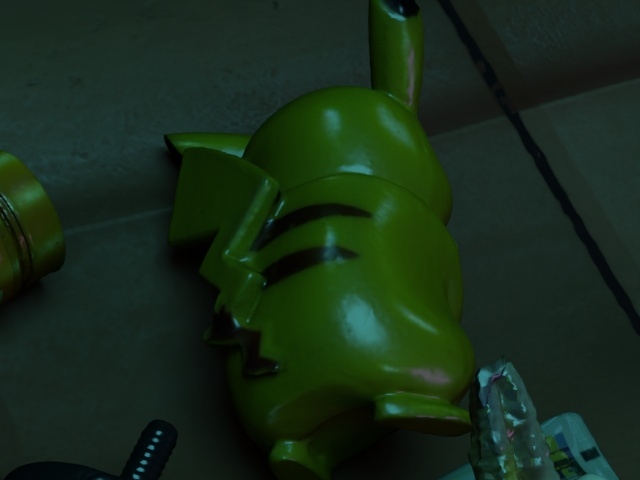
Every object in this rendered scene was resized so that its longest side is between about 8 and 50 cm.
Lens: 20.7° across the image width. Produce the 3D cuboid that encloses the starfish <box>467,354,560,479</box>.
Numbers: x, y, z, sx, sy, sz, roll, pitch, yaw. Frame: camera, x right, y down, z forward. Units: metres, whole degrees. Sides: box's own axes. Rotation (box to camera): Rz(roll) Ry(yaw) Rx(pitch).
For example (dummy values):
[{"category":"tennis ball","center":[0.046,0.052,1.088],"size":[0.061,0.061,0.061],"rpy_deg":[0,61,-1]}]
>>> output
[{"category":"starfish","center":[0.098,0.328,0.810],"size":[0.384,0.132,0.398],"rpy_deg":[40,74,9]}]

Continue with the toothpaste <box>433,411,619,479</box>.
[{"category":"toothpaste","center":[0.094,0.180,1.176],"size":[0.255,0.037,0.067],"rpy_deg":[-18,63,-31]}]

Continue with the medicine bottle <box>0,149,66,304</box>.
[{"category":"medicine bottle","center":[-0.268,0.023,1.135],"size":[0.192,0.096,0.096],"rpy_deg":[-32,70,-33]}]

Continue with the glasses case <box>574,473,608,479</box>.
[{"category":"glasses case","center":[0.247,0.286,1.088],"size":[0.313,0.131,0.070],"rpy_deg":[39,55,12]}]

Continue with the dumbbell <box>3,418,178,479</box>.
[{"category":"dumbbell","center":[-0.153,0.233,0.995],"size":[0.143,0.143,0.325],"rpy_deg":[24,53,1]}]

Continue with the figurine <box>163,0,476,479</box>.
[{"category":"figurine","center":[0.000,0.006,1.193],"size":[0.169,0.218,0.327],"rpy_deg":[44,33,-37]}]
